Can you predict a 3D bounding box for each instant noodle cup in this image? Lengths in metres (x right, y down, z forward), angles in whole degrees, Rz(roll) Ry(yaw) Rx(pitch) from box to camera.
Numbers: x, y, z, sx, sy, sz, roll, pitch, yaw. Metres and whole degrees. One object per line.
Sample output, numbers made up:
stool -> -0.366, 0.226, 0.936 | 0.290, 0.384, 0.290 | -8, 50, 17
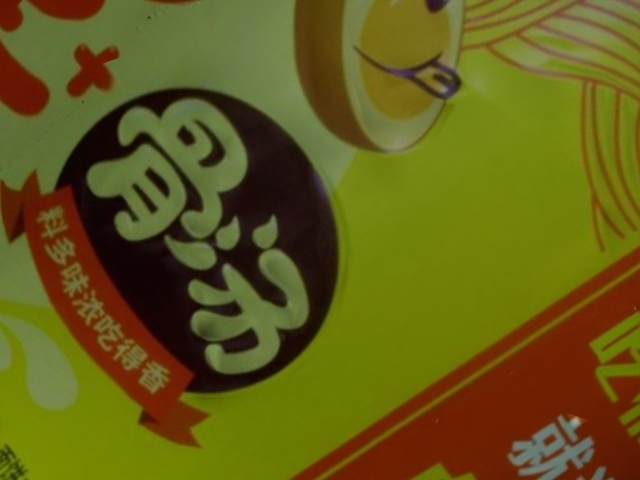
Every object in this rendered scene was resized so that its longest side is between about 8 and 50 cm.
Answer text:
instant noodle cup -> 0.000, 0.000, 0.521 | 0.221, 0.311, 0.311 | -39, 74, -2
